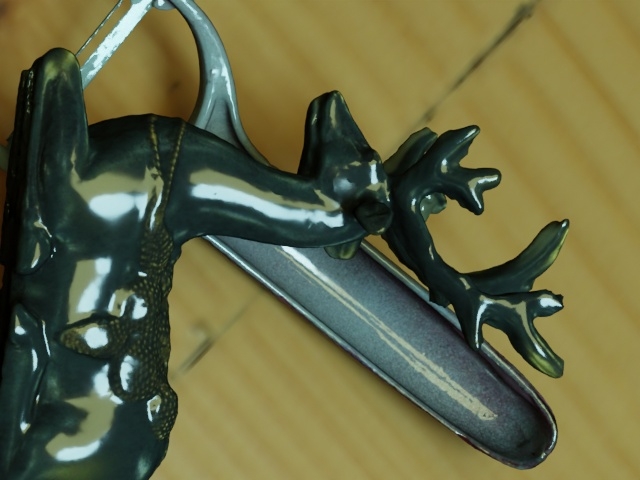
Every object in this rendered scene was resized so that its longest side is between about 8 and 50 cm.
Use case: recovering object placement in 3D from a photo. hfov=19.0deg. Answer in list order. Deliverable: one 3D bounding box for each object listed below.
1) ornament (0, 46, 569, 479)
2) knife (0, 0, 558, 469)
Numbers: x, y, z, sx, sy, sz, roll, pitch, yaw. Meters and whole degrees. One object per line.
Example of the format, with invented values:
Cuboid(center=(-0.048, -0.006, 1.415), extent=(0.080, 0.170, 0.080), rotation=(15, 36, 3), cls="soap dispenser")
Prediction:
Cuboid(center=(-0.012, 0.034, 0.780), extent=(0.236, 0.080, 0.202), rotation=(5, 92, -12), cls="ornament")
Cuboid(center=(0.000, 0.000, 0.843), extent=(0.278, 0.053, 0.123), rotation=(39, 94, -14), cls="knife")
